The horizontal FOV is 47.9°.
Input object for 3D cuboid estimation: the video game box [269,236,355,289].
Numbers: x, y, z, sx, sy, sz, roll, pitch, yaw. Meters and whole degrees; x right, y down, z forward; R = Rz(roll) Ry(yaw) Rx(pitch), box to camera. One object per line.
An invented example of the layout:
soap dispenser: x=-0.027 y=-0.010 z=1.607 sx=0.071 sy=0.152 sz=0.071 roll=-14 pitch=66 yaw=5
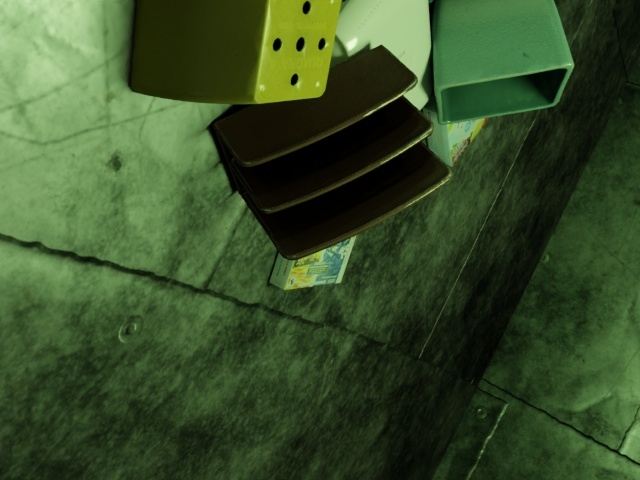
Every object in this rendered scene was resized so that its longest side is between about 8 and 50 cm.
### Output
video game box: x=0.000 y=0.000 z=1.427 sx=0.205 sy=0.048 sz=0.187 roll=-3 pitch=112 yaw=-57

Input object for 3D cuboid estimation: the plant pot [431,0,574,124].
plant pot: x=0.333 y=-0.397 z=1.418 sx=0.248 sy=0.247 sz=0.252 roll=34 pitch=48 yaw=-77

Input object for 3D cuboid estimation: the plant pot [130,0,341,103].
plant pot: x=-0.095 y=-0.277 z=0.935 sx=0.212 sy=0.187 sz=0.212 roll=-20 pitch=127 yaw=-50

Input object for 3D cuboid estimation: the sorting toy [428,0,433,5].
sorting toy: x=0.185 y=-0.467 z=1.370 sx=0.102 sy=0.061 sz=0.042 roll=-52 pitch=-178 yaw=-7

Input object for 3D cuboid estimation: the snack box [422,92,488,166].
snack box: x=0.326 y=-0.306 z=1.677 sx=0.207 sy=0.070 sz=0.174 roll=-51 pitch=148 yaw=-23

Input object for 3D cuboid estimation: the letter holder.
letter holder: x=0.027 y=-0.132 z=1.101 sx=0.302 sy=0.214 sz=0.152 roll=-27 pitch=139 yaw=-10

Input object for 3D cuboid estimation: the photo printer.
photo printer: x=0.095 y=-0.323 z=1.272 sx=0.256 sy=0.107 sz=0.307 roll=-47 pitch=146 yaw=-27
